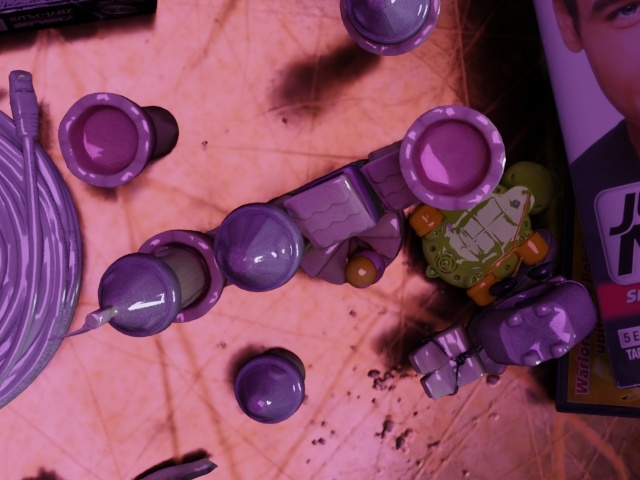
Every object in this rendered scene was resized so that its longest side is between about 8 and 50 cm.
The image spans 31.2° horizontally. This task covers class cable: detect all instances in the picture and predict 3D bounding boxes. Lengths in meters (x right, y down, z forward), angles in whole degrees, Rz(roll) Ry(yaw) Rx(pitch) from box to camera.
[{"bbox_3d":[-0.303,0.013,0.830,0.257,0.089,0.257,-15,92,-8],"label":"cable"}]

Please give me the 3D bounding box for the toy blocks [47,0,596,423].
[{"bbox_3d":[0.000,0.000,0.754,0.288,0.260,0.309,-24,94,12],"label":"toy blocks"}]

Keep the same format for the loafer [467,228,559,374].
[{"bbox_3d":[0.159,0.051,0.929,0.039,0.045,0.125,31,91,-24],"label":"loafer"}]

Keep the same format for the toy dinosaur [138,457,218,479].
[{"bbox_3d":[-0.202,0.249,0.856,0.118,0.064,0.268,37,83,-21],"label":"toy dinosaur"}]

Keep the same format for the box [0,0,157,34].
[{"bbox_3d":[-0.221,-0.235,0.851,0.180,0.077,0.147,-11,91,-9],"label":"box"}]

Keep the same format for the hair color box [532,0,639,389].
[{"bbox_3d":[0.272,-0.092,0.837,0.185,0.113,0.375,-13,79,18],"label":"hair color box"}]

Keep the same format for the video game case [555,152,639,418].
[{"bbox_3d":[0.315,0.005,0.891,0.248,0.035,0.275,2,85,20],"label":"video game case"}]

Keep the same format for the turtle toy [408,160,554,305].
[{"bbox_3d":[0.133,-0.014,0.908,0.130,0.066,0.095,-39,91,-2],"label":"turtle toy"}]
